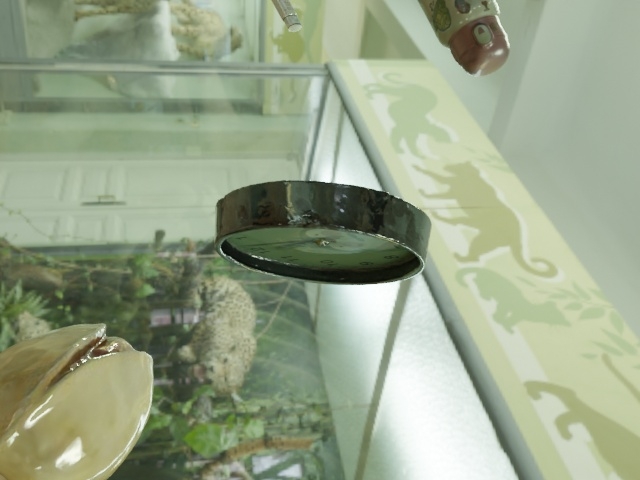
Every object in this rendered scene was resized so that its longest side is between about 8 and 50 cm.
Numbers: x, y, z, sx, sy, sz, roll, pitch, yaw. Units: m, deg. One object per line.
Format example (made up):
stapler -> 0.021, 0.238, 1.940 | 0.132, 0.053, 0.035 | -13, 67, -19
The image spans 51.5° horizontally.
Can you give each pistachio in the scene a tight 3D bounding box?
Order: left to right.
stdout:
pistachio -> -0.347, 0.221, 0.891 | 0.309, 0.230, 0.230 | -42, 134, -72

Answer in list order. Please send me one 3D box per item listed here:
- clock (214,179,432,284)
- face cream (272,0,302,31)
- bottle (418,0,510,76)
clock -> 0.001, -0.001, 0.969 | 0.319, 0.319, 0.066 | 127, -30, -71
face cream -> -0.062, -0.362, 0.992 | 0.020, 0.038, 0.115 | -42, -111, 43
bottle -> 0.249, -0.408, 1.172 | 0.120, 0.120, 0.253 | 115, -45, -65
